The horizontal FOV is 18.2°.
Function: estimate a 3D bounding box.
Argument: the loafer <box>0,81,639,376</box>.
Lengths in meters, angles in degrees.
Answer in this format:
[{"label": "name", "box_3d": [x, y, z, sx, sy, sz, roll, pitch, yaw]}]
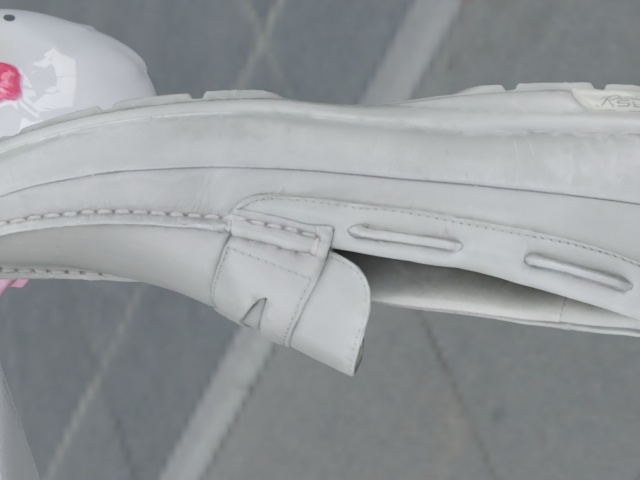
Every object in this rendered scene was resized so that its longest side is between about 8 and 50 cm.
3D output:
[{"label": "loafer", "box_3d": [0.000, 0.000, 0.825, 0.112, 0.319, 0.111, 70, -162, -75]}]

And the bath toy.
[{"label": "bath toy", "box_3d": [-0.234, 0.013, 1.044, 0.348, 0.129, 0.151, -48, -1, 5]}]

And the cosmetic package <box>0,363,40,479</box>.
[{"label": "cosmetic package", "box_3d": [-0.269, 0.235, 1.414, 0.224, 0.138, 0.224, 87, 173, -58]}]
